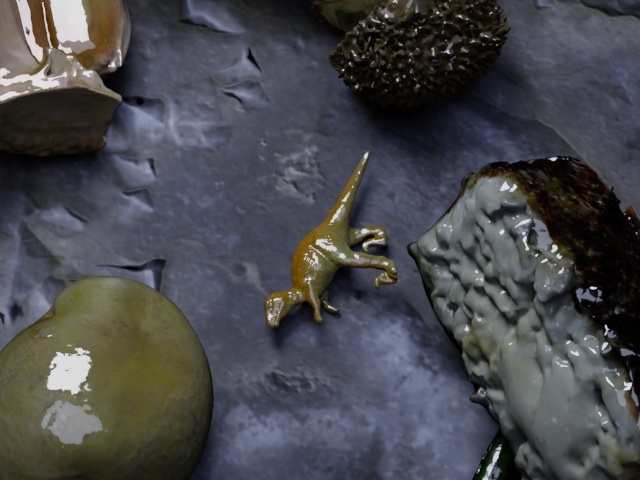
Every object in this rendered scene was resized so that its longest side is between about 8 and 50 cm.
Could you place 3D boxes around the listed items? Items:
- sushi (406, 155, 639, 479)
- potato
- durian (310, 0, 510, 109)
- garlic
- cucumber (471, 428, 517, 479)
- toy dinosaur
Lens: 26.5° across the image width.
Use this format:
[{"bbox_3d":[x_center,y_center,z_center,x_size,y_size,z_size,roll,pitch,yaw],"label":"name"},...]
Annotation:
[{"bbox_3d":[0.224,0.078,1.107,0.182,0.196,0.343,-16,61,-25],"label":"sushi"},{"bbox_3d":[-0.180,0.133,1.098,0.178,0.160,0.235,37,46,-28],"label":"potato"},{"bbox_3d":[0.089,-0.216,1.283,0.196,0.167,0.196,5,79,-24],"label":"durian"},{"bbox_3d":[-0.322,-0.217,1.250,0.279,0.132,0.325,-14,65,-29],"label":"garlic"},{"bbox_3d":[0.146,0.203,1.147,0.036,0.033,0.184,34,67,-8],"label":"cucumber"},{"bbox_3d":[0.000,0.000,1.230,0.126,0.039,0.162,-10,65,-6],"label":"toy dinosaur"}]
